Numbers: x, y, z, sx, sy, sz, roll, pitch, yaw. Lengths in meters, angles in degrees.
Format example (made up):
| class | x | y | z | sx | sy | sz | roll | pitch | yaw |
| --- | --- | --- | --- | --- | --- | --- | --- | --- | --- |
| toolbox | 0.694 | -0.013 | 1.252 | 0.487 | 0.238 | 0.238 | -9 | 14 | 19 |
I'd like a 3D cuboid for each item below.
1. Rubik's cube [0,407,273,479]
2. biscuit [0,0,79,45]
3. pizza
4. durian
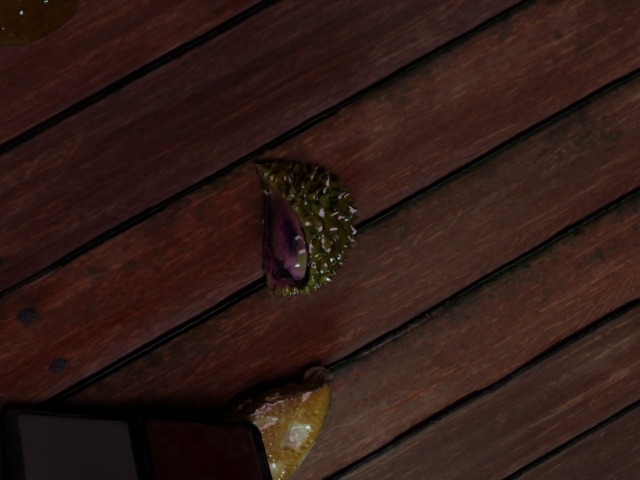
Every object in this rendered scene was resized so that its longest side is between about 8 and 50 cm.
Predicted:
| class | x | y | z | sx | sy | sz | roll | pitch | yaw |
| --- | --- | --- | --- | --- | --- | --- | --- | --- | --- |
| Rubik's cube | -0.217 | 0.403 | 2.146 | 0.316 | 0.313 | 0.318 | 6 | 121 | -16 |
| biscuit | -0.332 | -0.323 | 1.724 | 0.283 | 0.064 | 0.432 | -20 | 146 | -19 |
| pizza | -0.073 | 0.232 | 2.297 | 0.161 | 0.062 | 0.182 | -6 | 129 | -31 |
| durian | 0.000 | 0.002 | 2.140 | 0.119 | 0.108 | 0.186 | -14 | 126 | -17 |
